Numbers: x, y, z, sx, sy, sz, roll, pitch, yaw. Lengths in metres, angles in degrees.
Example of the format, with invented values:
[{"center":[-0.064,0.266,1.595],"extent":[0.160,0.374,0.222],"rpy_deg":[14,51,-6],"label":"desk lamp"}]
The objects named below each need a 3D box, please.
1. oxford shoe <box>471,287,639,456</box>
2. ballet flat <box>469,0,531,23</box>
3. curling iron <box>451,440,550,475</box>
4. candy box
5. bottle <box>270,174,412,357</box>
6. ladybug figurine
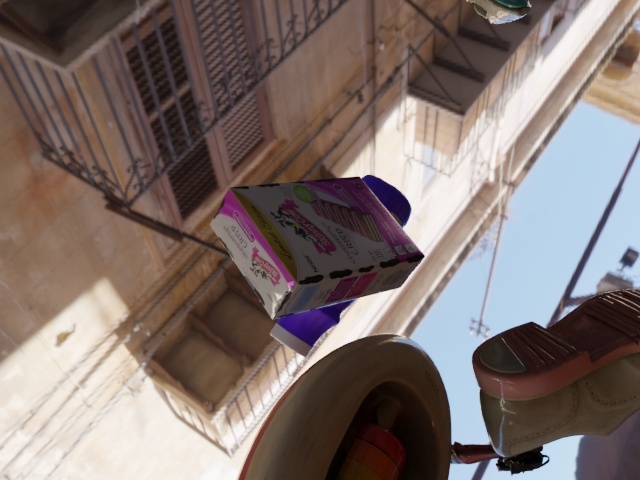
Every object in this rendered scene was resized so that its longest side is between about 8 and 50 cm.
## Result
[{"center":[0.377,0.164,0.999],"extent":[0.397,0.146,0.140],"rpy_deg":[-12,-159,-13],"label":"oxford shoe"},{"center":[0.257,-0.344,1.120],"extent":[0.057,0.052,0.168],"rpy_deg":[-6,-144,-10],"label":"ballet flat"},{"center":[0.205,0.313,1.122],"extent":[0.068,0.274,0.035],"rpy_deg":[-8,-95,-44],"label":"curling iron"},{"center":[0.000,0.000,0.978],"extent":[0.233,0.071,0.159],"rpy_deg":[-11,-126,-43],"label":"candy box"},{"center":[0.028,0.040,1.155],"extent":[0.092,0.118,0.283],"rpy_deg":[32,-95,19],"label":"bottle"},{"center":[0.016,0.312,0.967],"extent":[0.162,0.305,0.449],"rpy_deg":[-12,-151,42],"label":"ladybug figurine"}]
